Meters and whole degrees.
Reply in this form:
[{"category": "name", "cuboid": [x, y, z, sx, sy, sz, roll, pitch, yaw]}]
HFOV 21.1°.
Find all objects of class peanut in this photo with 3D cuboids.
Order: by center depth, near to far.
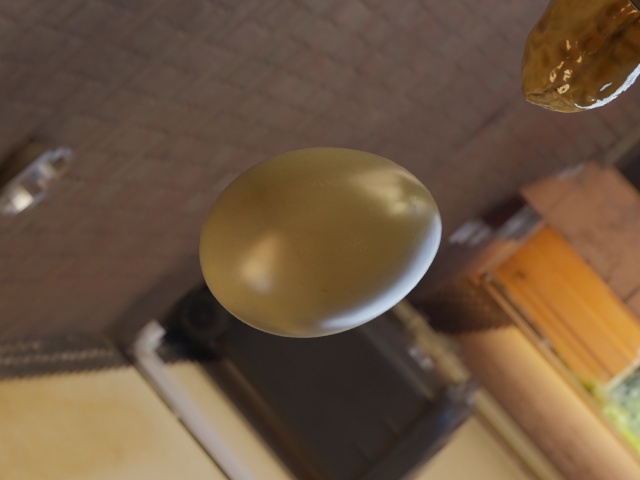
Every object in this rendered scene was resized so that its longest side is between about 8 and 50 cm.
[{"category": "peanut", "cuboid": [0.327, -0.249, 1.772, 0.305, 0.147, 0.147, -39, 170, 13]}]

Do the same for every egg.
[{"category": "egg", "cuboid": [0.000, 0.000, 1.697, 0.242, 0.186, 0.186, -13, 162, -13]}]

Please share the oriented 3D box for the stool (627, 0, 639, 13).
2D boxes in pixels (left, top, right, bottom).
[{"category": "stool", "cuboid": [0.336, -0.218, 1.266, 0.232, 0.141, 0.232, -41, 175, -5]}]
